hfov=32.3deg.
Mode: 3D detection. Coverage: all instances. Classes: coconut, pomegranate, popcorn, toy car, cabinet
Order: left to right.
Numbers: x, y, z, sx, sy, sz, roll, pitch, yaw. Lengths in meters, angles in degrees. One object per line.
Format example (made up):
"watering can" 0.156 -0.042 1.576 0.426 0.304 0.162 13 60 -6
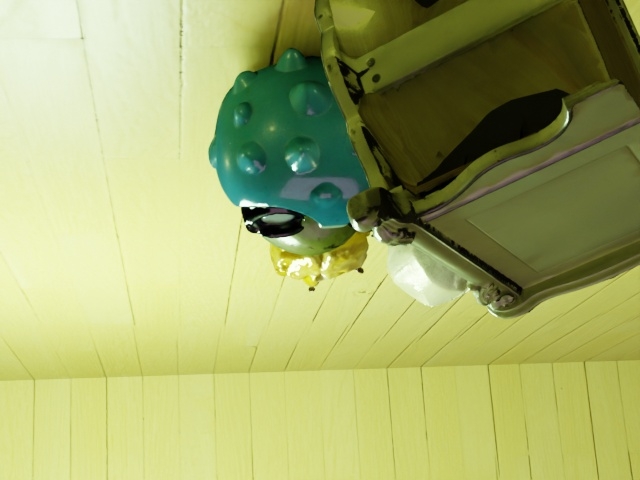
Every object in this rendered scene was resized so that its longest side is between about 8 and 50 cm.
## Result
"pomegranate" -0.033 -0.076 1.381 0.211 0.179 0.179 21 164 4
"popcorn" 0.000 0.000 1.660 0.167 0.152 0.148 -3 -147 48
"toy car" 0.008 -0.115 1.202 0.255 0.188 0.190 0 156 -9
"coconut" 0.181 0.021 1.744 0.161 0.161 0.162 4 154 -24
"cabinet" 0.150 -0.129 0.941 0.228 0.289 0.318 -25 153 23
